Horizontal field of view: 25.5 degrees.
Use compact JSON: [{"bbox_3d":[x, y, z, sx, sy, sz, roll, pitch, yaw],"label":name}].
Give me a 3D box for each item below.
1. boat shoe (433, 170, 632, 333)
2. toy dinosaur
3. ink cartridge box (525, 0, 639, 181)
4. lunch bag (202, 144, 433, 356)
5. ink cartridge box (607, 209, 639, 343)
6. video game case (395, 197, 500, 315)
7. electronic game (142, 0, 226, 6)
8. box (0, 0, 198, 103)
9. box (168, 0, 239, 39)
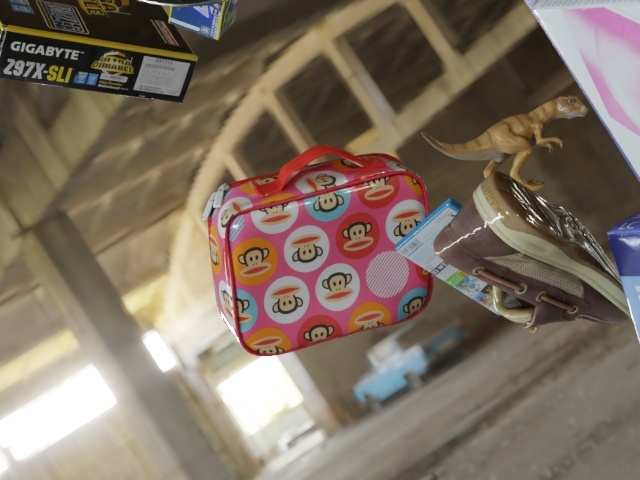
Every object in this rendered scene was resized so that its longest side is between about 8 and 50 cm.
[{"bbox_3d":[0.241,0.035,1.571,0.123,0.123,0.342,-41,-35,17],"label":"boat shoe"},{"bbox_3d":[0.202,-0.107,1.598,0.211,0.112,0.064,-21,21,-19],"label":"toy dinosaur"},{"bbox_3d":[0.287,-0.054,0.972,0.071,0.324,0.330,-47,26,-18],"label":"ink cartridge box"},{"bbox_3d":[0.000,0.000,1.856,0.293,0.258,0.120,-12,25,-16],"label":"lunch bag"},{"bbox_3d":[0.476,0.081,1.477,0.151,0.396,0.270,-27,14,-39],"label":"ink cartridge box"},{"bbox_3d":[0.192,0.022,1.746,0.119,0.166,0.015,-43,21,46],"label":"video game case"},{"bbox_3d":[-0.139,-0.295,1.273,0.229,0.229,0.048,-38,36,45],"label":"electronic game"},{"bbox_3d":[-0.334,-0.300,1.853,0.257,0.322,0.079,4,-58,-28],"label":"box"},{"bbox_3d":[-0.104,-0.290,1.408,0.054,0.059,0.169,-59,-13,-54],"label":"box"}]
